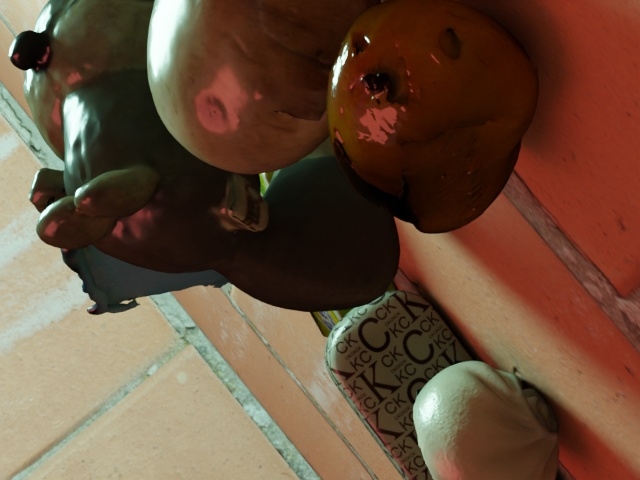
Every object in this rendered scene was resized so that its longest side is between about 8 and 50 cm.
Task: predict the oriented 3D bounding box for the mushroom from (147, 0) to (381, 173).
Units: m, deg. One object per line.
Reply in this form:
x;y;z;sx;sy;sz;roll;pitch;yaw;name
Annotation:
-0.039;-0.168;1.488;0.184;0.255;0.255;18;-169;-38;mushroom

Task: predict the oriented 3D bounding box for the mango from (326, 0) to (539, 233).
0.089;-0.093;1.375;0.248;0.156;0.151;52;-144;-62;mango

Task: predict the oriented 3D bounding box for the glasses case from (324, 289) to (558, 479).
0.142;0.213;2.025;0.354;0.137;0.085;55;174;-9;glasses case

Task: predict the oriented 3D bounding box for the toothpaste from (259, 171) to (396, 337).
0.000;0.000;2.085;0.110;0.077;0.327;34;158;50;toothpaste

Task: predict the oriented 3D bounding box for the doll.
-0.124;-0.097;1.782;0.378;0.252;0.382;38;-148;-39;doll

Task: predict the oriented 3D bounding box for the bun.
0.178;0.197;1.888;0.173;0.120;0.173;48;-155;-31;bun

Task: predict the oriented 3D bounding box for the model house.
-0.217;-0.094;2.336;0.237;0.215;0.303;81;178;-64;model house
